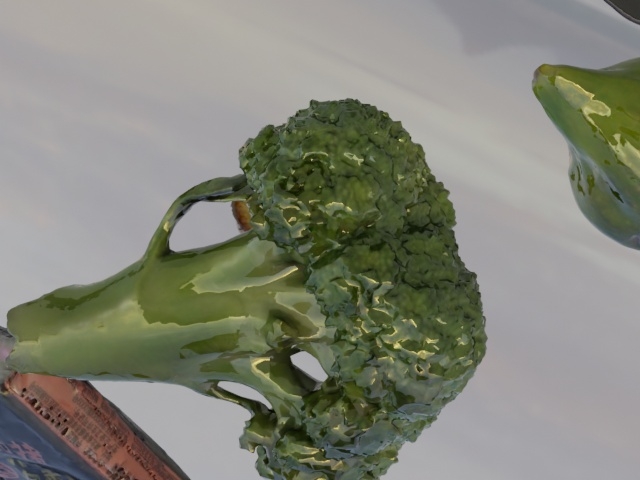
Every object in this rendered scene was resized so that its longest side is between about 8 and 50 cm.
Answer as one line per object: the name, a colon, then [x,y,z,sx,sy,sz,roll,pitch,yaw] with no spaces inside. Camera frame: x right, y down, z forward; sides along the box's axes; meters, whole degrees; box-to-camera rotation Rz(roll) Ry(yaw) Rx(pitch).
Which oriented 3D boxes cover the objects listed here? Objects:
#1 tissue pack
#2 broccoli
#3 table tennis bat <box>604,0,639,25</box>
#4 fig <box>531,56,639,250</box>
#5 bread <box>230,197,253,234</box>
tissue pack: [-0.299,0.210,1.900,0.245,0.123,0.332,1,142,42]
broccoli: [-0.017,0.053,1.177,0.254,0.302,0.186,50,-141,-14]
table tennis bat: [0.235,-0.172,1.003,0.274,0.154,0.021,58,-173,8]
fig: [0.311,-0.105,1.655,0.275,0.206,0.206,29,-175,-38]
bread: [0.000,0.000,1.872,0.160,0.140,0.169,24,154,47]
